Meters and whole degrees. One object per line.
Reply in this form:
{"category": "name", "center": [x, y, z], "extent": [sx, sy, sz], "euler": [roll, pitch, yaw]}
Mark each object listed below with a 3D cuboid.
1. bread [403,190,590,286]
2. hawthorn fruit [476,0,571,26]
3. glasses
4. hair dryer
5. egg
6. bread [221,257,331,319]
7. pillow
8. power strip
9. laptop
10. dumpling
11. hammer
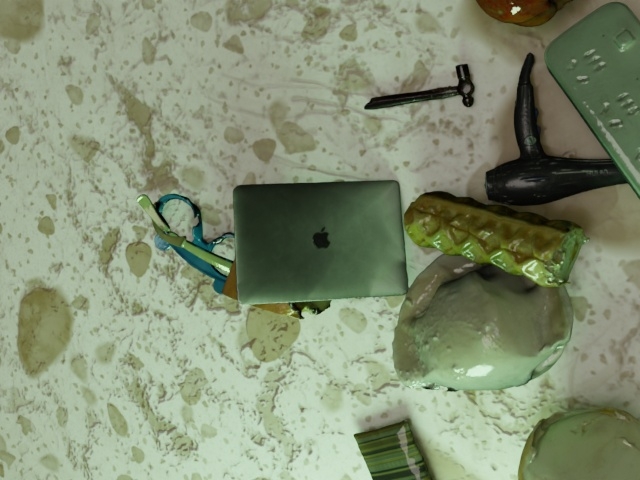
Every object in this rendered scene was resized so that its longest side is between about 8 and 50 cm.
{"category": "bread", "center": [0.236, -0.010, 1.007], "extent": [0.269, 0.087, 0.098], "euler": [19, 75, 41]}
{"category": "hawthorn fruit", "center": [0.259, -0.389, 0.946], "extent": [0.163, 0.162, 0.203], "euler": [-47, 62, 24]}
{"category": "glasses", "center": [-0.222, -0.017, 1.228], "extent": [0.239, 0.207, 0.102], "euler": [35, 75, 15]}
{"category": "hair dryer", "center": [0.324, -0.162, 0.999], "extent": [0.195, 0.075, 0.219], "euler": [-7, 88, 16]}
{"category": "egg", "center": [0.379, 0.356, 0.972], "extent": [0.201, 0.201, 0.245], "euler": [-4, 108, 26]}
{"category": "bread", "center": [-0.051, 0.047, 1.163], "extent": [0.160, 0.140, 0.169], "euler": [33, 110, 23]}
{"category": "pillow", "center": [0.139, 0.406, 1.181], "extent": [0.113, 0.038, 0.204], "euler": [-24, 87, 30]}
{"category": "power strip", "center": [0.439, -0.197, 0.916], "extent": [0.193, 0.059, 0.265], "euler": [-34, 75, 15]}
{"category": "laptop", "center": [0.000, 0.000, 1.099], "extent": [0.268, 0.015, 0.188], "euler": [-3, 81, -7]}
{"category": "dumpling", "center": [0.224, 0.108, 1.037], "extent": [0.243, 0.175, 0.227], "euler": [-7, 65, 1]}
{"category": "hammer", "center": [0.149, -0.226, 1.088], "extent": [0.178, 0.021, 0.065], "euler": [-4, 96, 28]}
